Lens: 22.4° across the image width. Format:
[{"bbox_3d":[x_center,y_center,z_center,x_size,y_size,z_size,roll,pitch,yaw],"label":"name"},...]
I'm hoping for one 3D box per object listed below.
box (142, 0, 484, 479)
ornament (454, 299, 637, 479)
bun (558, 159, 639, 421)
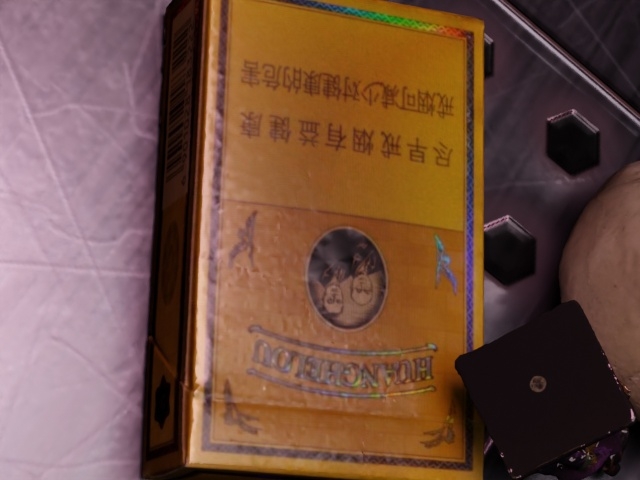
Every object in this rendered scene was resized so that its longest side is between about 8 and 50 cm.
[{"bbox_3d":[0.000,0.000,0.988,0.192,0.084,0.301,7,75,-22],"label":"box"},{"bbox_3d":[0.150,0.104,0.992,0.088,0.203,0.081,-28,71,11],"label":"ornament"},{"bbox_3d":[0.273,0.031,1.067,0.231,0.133,0.231,11,66,-25],"label":"bun"}]
